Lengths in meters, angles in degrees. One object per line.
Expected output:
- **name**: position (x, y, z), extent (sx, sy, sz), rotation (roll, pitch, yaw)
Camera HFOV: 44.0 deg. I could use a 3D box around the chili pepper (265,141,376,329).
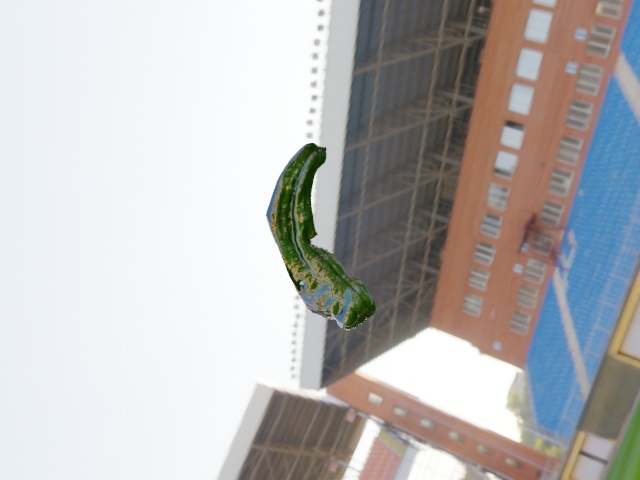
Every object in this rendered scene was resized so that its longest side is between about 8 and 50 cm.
- **chili pepper**: position (-0.006, 0.000, 0.752), extent (0.050, 0.073, 0.182), rotation (-2, -108, -66)
